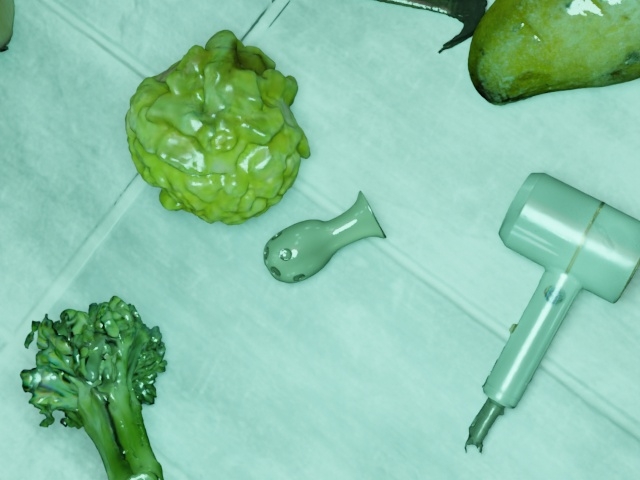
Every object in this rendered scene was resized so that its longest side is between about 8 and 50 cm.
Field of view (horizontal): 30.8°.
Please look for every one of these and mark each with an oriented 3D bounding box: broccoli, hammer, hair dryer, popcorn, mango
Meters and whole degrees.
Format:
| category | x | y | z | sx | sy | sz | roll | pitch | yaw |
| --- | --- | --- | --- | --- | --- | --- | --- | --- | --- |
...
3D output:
| category | x | y | z | sx | sy | sz | roll | pitch | yaw |
| --- | --- | --- | --- | --- | --- | --- | --- | --- | --- |
| broccoli | -0.243 | 0.177 | 1.418 | 0.275 | 0.177 | 0.199 | 37 | 111 | 51 |
| hammer | 0.078 | -0.338 | 1.582 | 0.297 | 0.027 | 0.125 | 15 | 77 | 9 |
| hair dryer | 0.257 | 0.104 | 1.449 | 0.173 | 0.107 | 0.357 | 28 | 90 | 14 |
| popcorn | -0.132 | -0.150 | 1.486 | 0.259 | 0.212 | 0.259 | 0 | 87 | 6 |
| mango | 0.342 | -0.286 | 1.474 | 0.329 | 0.175 | 0.177 | -11 | 76 | 23 |

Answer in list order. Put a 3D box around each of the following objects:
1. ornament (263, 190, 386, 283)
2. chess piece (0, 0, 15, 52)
| category | x | y | z | sx | sy | sz | roll | pitch | yaw |
| --- | --- | --- | --- | --- | --- | --- | --- | --- | --- |
| ornament | 0.000 | 0.000 | 1.508 | 0.156 | 0.081 | 0.075 | -28 | 115 | 0 |
| chess piece | -0.570 | -0.317 | 1.610 | 0.260 | 0.143 | 0.143 | -5 | 79 | 10 |
